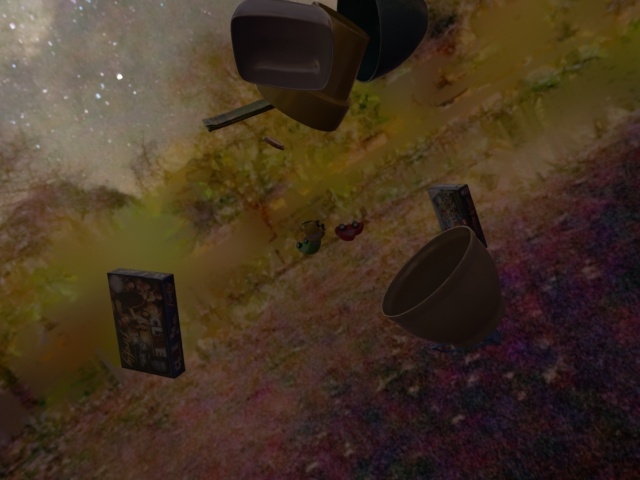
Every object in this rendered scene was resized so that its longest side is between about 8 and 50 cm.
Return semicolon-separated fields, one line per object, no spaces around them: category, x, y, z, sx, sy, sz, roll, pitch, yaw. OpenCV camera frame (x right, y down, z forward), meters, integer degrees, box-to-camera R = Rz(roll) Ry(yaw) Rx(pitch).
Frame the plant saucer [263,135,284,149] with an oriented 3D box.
plant saucer;-0.163;-0.346;1.556;0.013;0.083;0.083;-58;2;20

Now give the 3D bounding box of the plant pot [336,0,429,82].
plant pot;0.190;-0.620;1.259;0.195;0.291;0.290;-17;7;-14

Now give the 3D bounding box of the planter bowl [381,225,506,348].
planter bowl;0.177;0.074;0.597;0.162;0.109;0.162;-47;8;8

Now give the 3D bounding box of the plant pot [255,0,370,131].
plant pot;-0.006;-0.446;1.116;0.239;0.254;0.254;-55;-2;30

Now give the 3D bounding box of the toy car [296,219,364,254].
toy car;0.000;0.000;1.429;0.238;0.053;0.225;2;-23;-36

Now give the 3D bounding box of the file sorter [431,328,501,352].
file sorter;0.242;0.107;0.793;0.104;0.171;0.118;-18;-25;24

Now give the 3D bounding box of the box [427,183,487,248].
box;0.462;-0.078;1.495;0.044;0.233;0.159;-30;18;-19

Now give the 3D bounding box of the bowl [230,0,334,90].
bowl;-0.049;-0.279;0.622;0.141;0.053;0.142;7;-18;-1

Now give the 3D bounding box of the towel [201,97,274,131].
towel;-0.222;-0.372;1.267;0.237;0.021;0.102;-24;37;-12

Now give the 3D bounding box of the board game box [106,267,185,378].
board game box;-0.406;0.192;1.030;0.164;0.244;0.042;3;15;22
